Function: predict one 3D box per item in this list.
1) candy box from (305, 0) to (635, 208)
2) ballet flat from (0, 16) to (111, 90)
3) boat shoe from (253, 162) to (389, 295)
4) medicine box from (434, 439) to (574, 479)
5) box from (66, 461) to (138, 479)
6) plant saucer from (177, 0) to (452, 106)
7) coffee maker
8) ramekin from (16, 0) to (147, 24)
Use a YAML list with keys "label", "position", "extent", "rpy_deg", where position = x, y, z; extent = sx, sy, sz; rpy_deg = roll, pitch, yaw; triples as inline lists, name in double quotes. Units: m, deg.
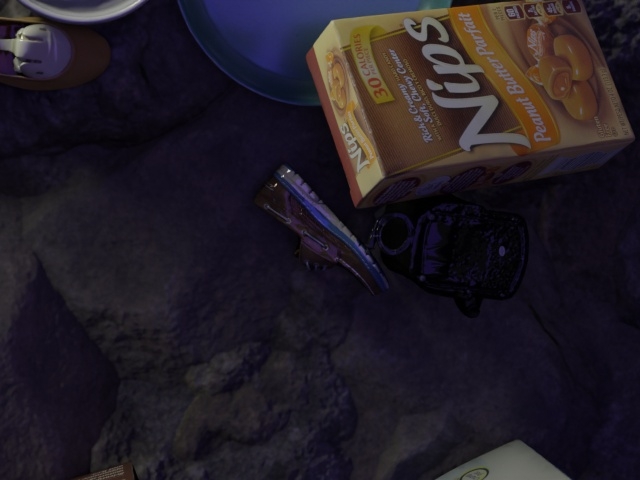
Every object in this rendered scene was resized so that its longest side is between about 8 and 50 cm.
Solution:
- label: "candy box"
  position: [0.161, -0.152, 1.606]
  extent: [0.316, 0.087, 0.182]
  rpy_deg: [-10, 72, -26]
- label: "ballet flat"
  position: [-0.337, -0.200, 1.590]
  extent: [0.232, 0.073, 0.080]
  rpy_deg: [3, 97, -11]
- label: "boat shoe"
  position: [0.000, 0.000, 1.685]
  extent: [0.066, 0.066, 0.183]
  rpy_deg: [-43, 92, 2]
- label: "medicine box"
  position: [0.254, 0.403, 1.671]
  extent: [0.149, 0.263, 0.289]
  rpy_deg: [-25, 101, -7]
- label: "box"
  position: [-0.247, 0.459, 1.654]
  extent: [0.191, 0.143, 0.381]
  rpy_deg: [-14, 101, -8]
- label: "plant saucer"
  position: [-0.008, -0.307, 1.653]
  extent: [0.318, 0.044, 0.317]
  rpy_deg: [-1, 97, -11]
- label: "coffee maker"
  position: [0.123, -0.008, 1.642]
  extent: [0.171, 0.178, 0.120]
  rpy_deg: [31, 90, -14]
- label: "ramekin"
  position: [-0.252, -0.328, 1.573]
  extent: [0.207, 0.109, 0.207]
  rpy_deg: [-1, 96, -10]
